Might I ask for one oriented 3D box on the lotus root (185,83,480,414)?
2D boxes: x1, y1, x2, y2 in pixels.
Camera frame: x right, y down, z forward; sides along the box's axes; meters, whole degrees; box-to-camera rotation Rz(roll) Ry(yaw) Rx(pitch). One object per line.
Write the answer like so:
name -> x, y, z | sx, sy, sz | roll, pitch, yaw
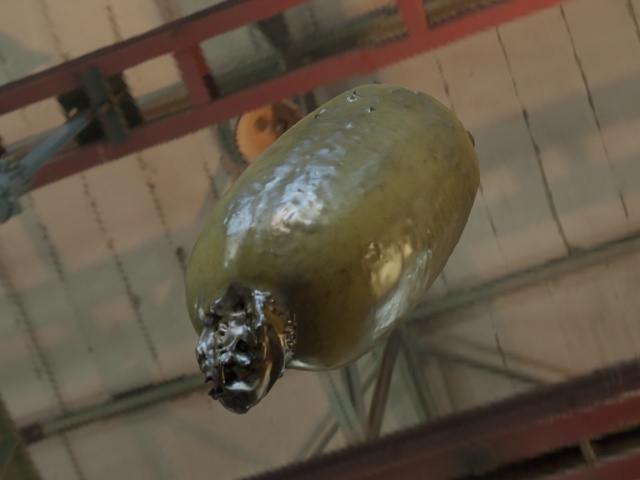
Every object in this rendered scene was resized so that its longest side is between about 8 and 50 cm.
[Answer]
lotus root -> 0.000, 0.000, 1.048 | 0.169, 0.342, 0.151 | -11, -67, 35
